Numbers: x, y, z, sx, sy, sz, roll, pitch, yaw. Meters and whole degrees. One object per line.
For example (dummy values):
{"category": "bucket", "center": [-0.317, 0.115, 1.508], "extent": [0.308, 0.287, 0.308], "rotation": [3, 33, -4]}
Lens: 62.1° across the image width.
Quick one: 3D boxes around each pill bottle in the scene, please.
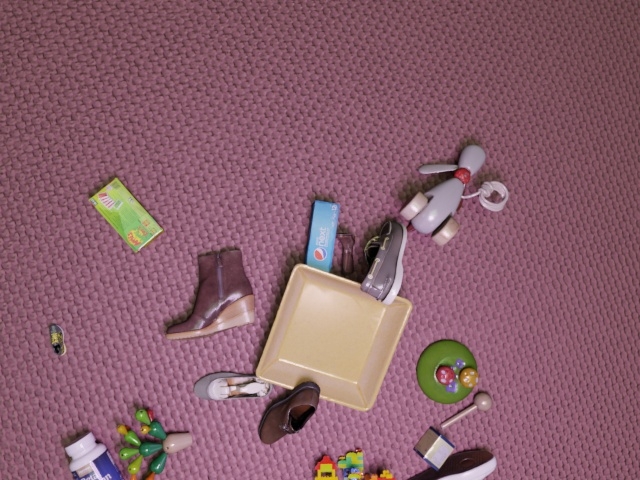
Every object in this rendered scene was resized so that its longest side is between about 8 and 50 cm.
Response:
{"category": "pill bottle", "center": [-0.568, 0.572, 1.333], "extent": [0.094, 0.094, 0.170], "rotation": [-29, 92, -9]}

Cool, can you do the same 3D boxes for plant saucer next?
{"category": "plant saucer", "center": [0.033, 0.255, 1.428], "extent": [0.332, 0.081, 0.333], "rotation": [19, 98, -8]}

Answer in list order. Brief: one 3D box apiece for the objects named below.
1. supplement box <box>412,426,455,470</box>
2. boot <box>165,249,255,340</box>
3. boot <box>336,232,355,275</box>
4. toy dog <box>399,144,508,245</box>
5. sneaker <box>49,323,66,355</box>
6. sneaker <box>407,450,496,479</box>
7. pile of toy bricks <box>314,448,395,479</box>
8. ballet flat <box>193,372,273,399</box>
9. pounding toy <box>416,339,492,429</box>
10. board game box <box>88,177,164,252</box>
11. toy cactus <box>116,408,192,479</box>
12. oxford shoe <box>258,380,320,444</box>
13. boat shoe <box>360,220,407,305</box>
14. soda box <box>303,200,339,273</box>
{"category": "supplement box", "center": [0.315, 0.578, 1.480], "extent": [0.056, 0.083, 0.083], "rotation": [41, 81, -4]}
{"category": "boot", "center": [-0.305, 0.148, 1.419], "extent": [0.248, 0.090, 0.207], "rotation": [-14, 77, -8]}
{"category": "boot", "center": [0.069, 0.039, 1.466], "extent": [0.037, 0.106, 0.114], "rotation": [4, 85, 28]}
{"category": "toy dog", "center": [0.346, -0.120, 1.513], "extent": [0.333, 0.161, 0.220], "rotation": [-28, 89, -24]}
{"category": "sneaker", "center": [-0.675, 0.255, 1.363], "extent": [0.031, 0.035, 0.083], "rotation": [-19, 90, -10]}
{"category": "sneaker", "center": [0.365, 0.688, 1.480], "extent": [0.290, 0.106, 0.123], "rotation": [-25, 95, 1]}
{"category": "pile of toy bricks", "center": [0.096, 0.623, 1.446], "extent": [0.212, 0.118, 0.105], "rotation": [-4, 59, 6]}
{"category": "ballet flat", "center": [-0.230, 0.388, 1.411], "extent": [0.213, 0.068, 0.072], "rotation": [-2, 87, -9]}
{"category": "pounding toy", "center": [0.383, 0.401, 1.488], "extent": [0.182, 0.110, 0.237], "rotation": [-24, 91, -9]}
{"category": "board game box", "center": [-0.509, -0.065, 1.403], "extent": [0.092, 0.043, 0.181], "rotation": [-42, 93, -8]}
{"category": "toy cactus", "center": [-0.425, 0.534, 1.369], "extent": [0.180, 0.112, 0.219], "rotation": [-4, 85, -28]}
{"category": "oxford shoe", "center": [-0.089, 0.469, 1.387], "extent": [0.082, 0.096, 0.227], "rotation": [34, 112, -15]}
{"category": "boat shoe", "center": [0.165, 0.038, 1.405], "extent": [0.091, 0.109, 0.305], "rotation": [22, 39, -6]}
{"category": "soda box", "center": [0.000, 0.000, 1.469], "extent": [0.071, 0.067, 0.210], "rotation": [9, 85, -8]}
